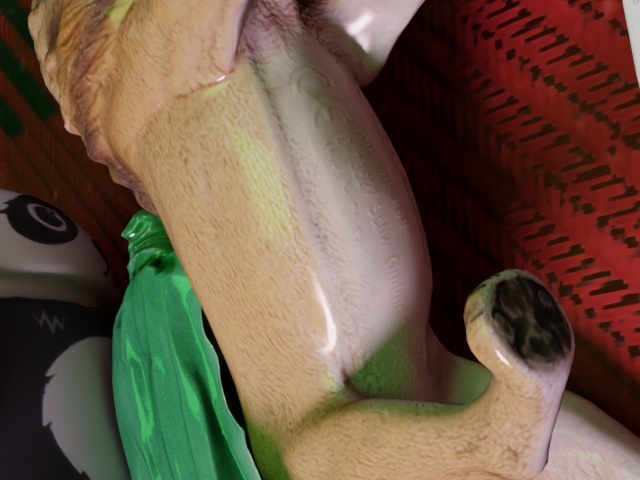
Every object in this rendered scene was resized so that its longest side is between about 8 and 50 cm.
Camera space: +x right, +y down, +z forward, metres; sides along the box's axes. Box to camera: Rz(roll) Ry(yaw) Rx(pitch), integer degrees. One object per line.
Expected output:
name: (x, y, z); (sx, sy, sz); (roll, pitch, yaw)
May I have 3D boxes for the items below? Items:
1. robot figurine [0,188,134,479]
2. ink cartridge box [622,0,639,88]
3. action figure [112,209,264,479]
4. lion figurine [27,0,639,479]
robot figurine: (-0.167, 0.110, 0.594); (0.209, 0.173, 0.278); (-31, 62, 45)
ink cartridge box: (0.176, -0.072, 0.263); (0.197, 0.114, 0.273); (-22, 70, 47)
action figure: (-0.047, 0.090, 0.540); (0.137, 0.063, 0.232); (-37, 64, 52)
lion figurine: (0.000, 0.000, 0.446); (0.240, 0.142, 0.392); (-37, 64, 49)
